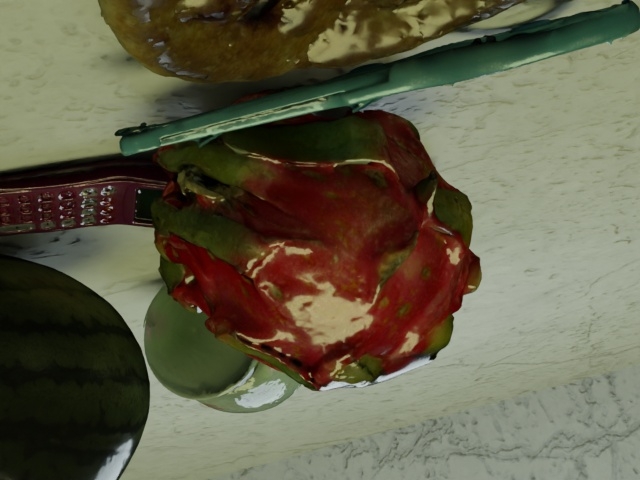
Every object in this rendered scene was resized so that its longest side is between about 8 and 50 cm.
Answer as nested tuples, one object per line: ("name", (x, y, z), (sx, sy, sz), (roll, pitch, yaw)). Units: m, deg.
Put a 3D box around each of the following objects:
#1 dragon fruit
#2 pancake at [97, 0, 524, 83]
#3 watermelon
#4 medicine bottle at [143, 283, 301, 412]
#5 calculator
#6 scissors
("dragon fruit", (-0.006, -0.004, 1.440), (0.302, 0.237, 0.231), (19, 104, -37))
("pancake", (0.030, -0.180, 1.118), (0.356, 0.065, 0.356), (-13, 168, -3))
("watermelon", (-0.325, 0.146, 1.621), (0.279, 0.279, 0.359), (-24, 156, 38))
("medicine bottle", (-0.098, 0.109, 1.910), (0.147, 0.147, 0.143), (-18, 162, 20))
("calculator", (-0.195, -0.038, 1.531), (0.190, 0.034, 0.126), (-4, 164, -9))
("scissors", (0.044, -0.114, 1.296), (0.393, 0.032, 0.180), (-15, -175, -7))
